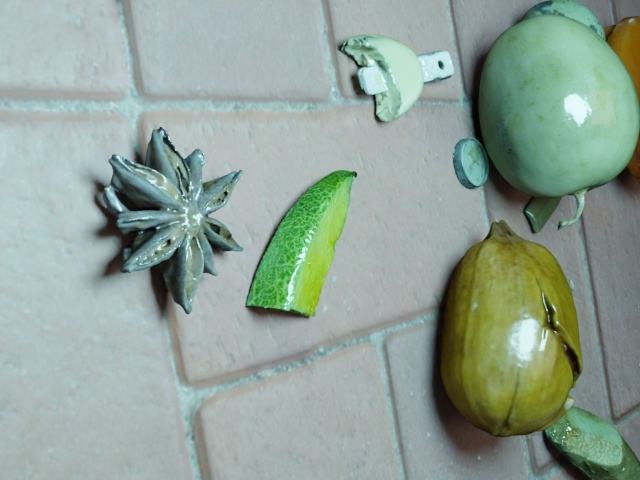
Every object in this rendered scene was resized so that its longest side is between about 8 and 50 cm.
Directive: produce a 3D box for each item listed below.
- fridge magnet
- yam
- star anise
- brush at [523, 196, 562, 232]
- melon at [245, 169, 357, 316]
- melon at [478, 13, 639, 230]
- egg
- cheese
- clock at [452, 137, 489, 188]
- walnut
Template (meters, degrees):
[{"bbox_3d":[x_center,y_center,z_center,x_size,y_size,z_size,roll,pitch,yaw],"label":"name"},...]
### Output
[{"bbox_3d":[0.673,-0.287,1.698,0.364,0.155,0.363,9,77,-46],"label":"fridge magnet"},{"bbox_3d":[0.498,0.381,1.452,0.259,0.106,0.106,46,54,-34],"label":"yam"},{"bbox_3d":[-0.150,-0.018,0.856,0.182,0.065,0.195,6,75,-51],"label":"star anise"},{"bbox_3d":[0.460,-0.107,1.528,0.282,0.048,0.054,-43,112,-40],"label":"brush"},{"bbox_3d":[0.000,-0.001,1.021,0.114,0.053,0.261,54,50,-36],"label":"melon"},{"bbox_3d":[0.383,-0.209,1.311,0.272,0.272,0.308,-37,118,-43],"label":"melon"},{"bbox_3d":[0.438,-0.367,1.473,0.182,0.141,0.141,24,67,-36],"label":"egg"},{"bbox_3d":[0.128,-0.251,1.194,0.235,0.050,0.127,-25,99,-47],"label":"cheese"},{"bbox_3d":[0.248,-0.127,1.324,0.085,0.017,0.085,9,78,-46],"label":"clock"},{"bbox_3d":[0.277,0.121,1.191,0.209,0.209,0.336,24,60,-42],"label":"walnut"}]
